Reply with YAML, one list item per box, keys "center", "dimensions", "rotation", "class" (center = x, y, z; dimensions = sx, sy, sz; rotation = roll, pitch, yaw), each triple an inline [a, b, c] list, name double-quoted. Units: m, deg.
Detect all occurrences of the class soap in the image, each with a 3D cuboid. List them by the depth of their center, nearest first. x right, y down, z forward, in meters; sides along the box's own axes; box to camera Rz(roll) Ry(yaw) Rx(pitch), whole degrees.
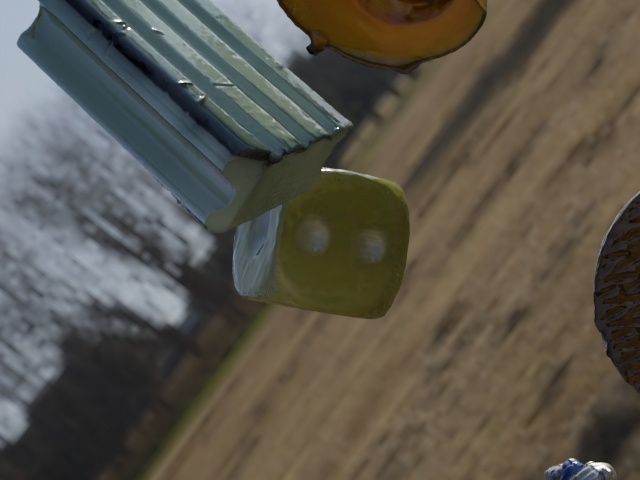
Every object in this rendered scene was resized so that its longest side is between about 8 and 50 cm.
- center: [-0.119, -0.131, 1.609]
  dimensions: [0.150, 0.261, 0.094]
  rotation: [-25, -28, -52]
  class: "soap"

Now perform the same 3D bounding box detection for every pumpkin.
- center: [0.022, -0.276, 1.578]
  dimensions: [0.163, 0.278, 0.111]
  rotation: [-18, 33, 23]
  class: "pumpkin"

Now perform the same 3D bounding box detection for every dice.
- center: [0.000, 0.000, 2.265]
  dimensions: [0.166, 0.169, 0.169]
  rotation: [-172, 92, -69]
  class: "dice"

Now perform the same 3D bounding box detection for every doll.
- center: [0.312, 0.319, 2.351]
  dimensions: [0.057, 0.114, 0.227]
  rotation: [-11, -26, -20]
  class: "doll"

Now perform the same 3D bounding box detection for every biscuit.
- center: [0.374, 0.052, 1.734]
  dimensions: [0.262, 0.262, 0.037]
  rotation: [-53, -4, -10]
  class: "biscuit"
